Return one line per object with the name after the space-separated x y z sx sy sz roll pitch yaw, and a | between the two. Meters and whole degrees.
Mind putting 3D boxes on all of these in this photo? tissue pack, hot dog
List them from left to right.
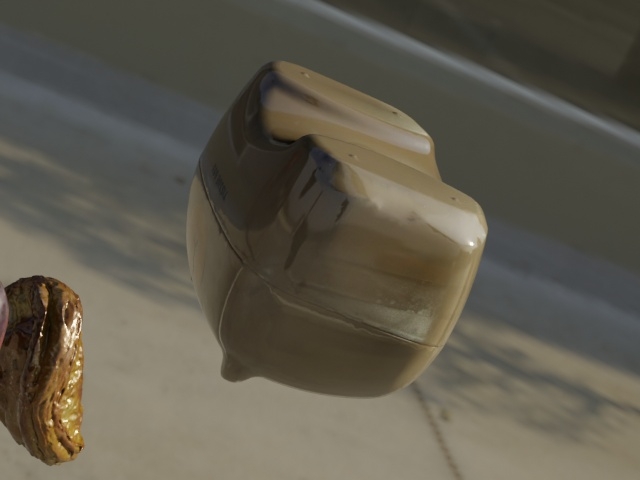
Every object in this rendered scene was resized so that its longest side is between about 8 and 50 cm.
-0.211 0.099 1.312 0.065 0.147 0.099 -15 31 -33 | hot dog
0.000 0.000 1.887 0.267 0.277 0.387 19 20 -20 | tissue pack

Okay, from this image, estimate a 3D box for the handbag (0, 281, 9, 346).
-0.294 0.068 1.126 0.146 0.135 0.225 49 18 -14 | handbag
